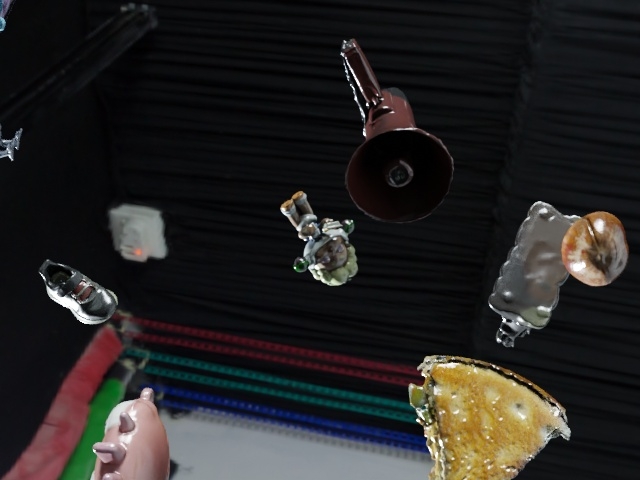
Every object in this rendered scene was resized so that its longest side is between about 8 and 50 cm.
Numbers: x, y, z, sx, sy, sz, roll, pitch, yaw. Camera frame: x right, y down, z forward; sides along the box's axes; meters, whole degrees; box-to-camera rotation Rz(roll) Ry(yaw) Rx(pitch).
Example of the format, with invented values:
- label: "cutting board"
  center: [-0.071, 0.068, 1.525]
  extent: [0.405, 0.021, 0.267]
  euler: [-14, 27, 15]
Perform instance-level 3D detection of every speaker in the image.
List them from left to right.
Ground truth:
- label: "speaker"
  center: [0.104, -0.219, 1.499]
  extent: [0.198, 0.259, 0.329]
  euler: [-49, 28, 26]

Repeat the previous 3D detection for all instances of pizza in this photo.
- label: "pizza"
  center: [0.171, 0.231, 0.859]
  extent: [0.052, 0.185, 0.195]
  euler: [91, -158, -66]

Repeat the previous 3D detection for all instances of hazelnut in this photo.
- label: "hazelnut"
  center: [0.319, 0.011, 0.901]
  extent: [0.086, 0.086, 0.086]
  euler: [9, -90, -80]

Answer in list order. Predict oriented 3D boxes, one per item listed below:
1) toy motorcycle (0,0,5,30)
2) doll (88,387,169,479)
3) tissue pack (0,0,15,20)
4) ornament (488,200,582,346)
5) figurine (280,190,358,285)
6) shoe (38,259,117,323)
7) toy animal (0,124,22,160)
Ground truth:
- label: "toy motorcycle"
  center: [-0.502, -0.307, 0.949]
  extent: [0.272, 0.182, 0.124]
  euler: [-18, -80, -63]
- label: "doll"
  center: [-0.254, 0.322, 1.029]
  extent: [0.211, 0.093, 0.262]
  euler: [86, -171, -65]
- label: "tissue pack"
  center: [-0.615, -0.499, 1.324]
  extent: [0.122, 0.259, 0.361]
  euler: [53, -132, -61]
- label: "ornament"
  center: [0.382, 0.086, 1.378]
  extent: [0.251, 0.106, 0.260]
  euler: [-59, -22, -20]
- label: "figurine"
  center: [0.001, 0.001, 1.467]
  extent: [0.147, 0.093, 0.197]
  euler: [-39, -59, -12]
- label: "shoe"
  center: [-0.597, 0.120, 1.881]
  extent: [0.099, 0.227, 0.112]
  euler: [-54, -33, -22]
- label: "toy animal"
  center: [-0.785, -0.250, 1.788]
  extent: [0.239, 0.176, 0.255]
  euler: [-86, 20, -50]
